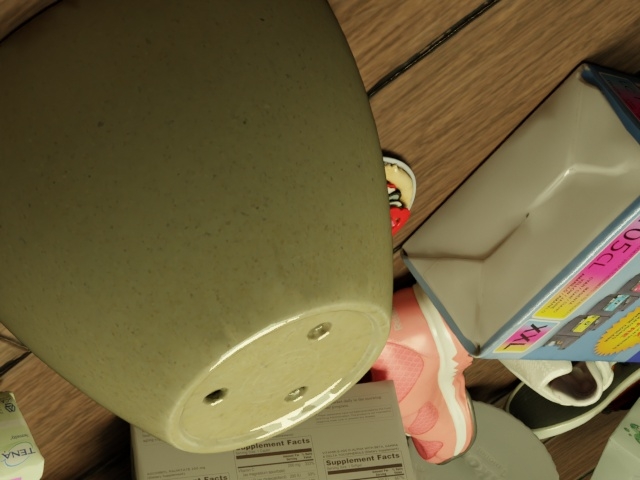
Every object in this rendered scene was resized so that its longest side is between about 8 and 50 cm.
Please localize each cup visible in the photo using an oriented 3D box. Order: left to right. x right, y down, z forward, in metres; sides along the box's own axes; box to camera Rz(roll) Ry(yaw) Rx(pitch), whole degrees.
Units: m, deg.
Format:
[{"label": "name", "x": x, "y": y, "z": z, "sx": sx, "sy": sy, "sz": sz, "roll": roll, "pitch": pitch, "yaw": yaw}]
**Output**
[{"label": "cup", "x": -0.081, "y": 0.005, "z": 1.119, "sx": 0.331, "sy": 0.237, "sz": 0.331, "roll": -24, "pitch": 153, "yaw": -13}]

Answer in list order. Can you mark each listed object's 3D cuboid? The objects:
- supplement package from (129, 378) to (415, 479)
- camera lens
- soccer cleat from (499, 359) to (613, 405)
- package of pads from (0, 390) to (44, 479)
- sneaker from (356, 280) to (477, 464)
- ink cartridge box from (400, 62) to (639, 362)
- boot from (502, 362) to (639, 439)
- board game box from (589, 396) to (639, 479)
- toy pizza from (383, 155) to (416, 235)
[{"label": "supplement package", "x": -0.053, "y": 0.257, "z": 1.598, "sx": 0.262, "sy": 0.145, "sz": 0.204, "roll": -5, "pitch": 147, "yaw": -9}, {"label": "camera lens", "x": 0.141, "y": 0.347, "z": 1.947, "sx": 0.219, "sy": 0.219, "sz": 0.274, "roll": -11, "pitch": 147, "yaw": -34}, {"label": "soccer cleat", "x": 0.280, "y": 0.135, "z": 1.815, "sx": 0.116, "sy": 0.143, "sz": 0.331, "roll": -41, "pitch": 152, "yaw": 18}, {"label": "package of pads", "x": -0.394, "y": 0.258, "z": 1.372, "sx": 0.229, "sy": 0.101, "sz": 0.296, "roll": -8, "pitch": 144, "yaw": -39}, {"label": "sneaker", "x": 0.083, "y": 0.143, "z": 1.695, "sx": 0.136, "sy": 0.116, "sz": 0.314, "roll": -17, "pitch": 145, "yaw": -6}, {"label": "ink cartridge box", "x": 0.311, "y": -0.013, "z": 1.597, "sx": 0.395, "sy": 0.151, "sz": 0.270, "roll": 4, "pitch": 137, "yaw": -51}, {"label": "boot", "x": 0.335, "y": 0.203, "z": 2.058, "sx": 0.244, "sy": 0.088, "sz": 0.176, "roll": -28, "pitch": 155, "yaw": -14}, {"label": "board game box", "x": 0.466, "y": 0.226, "z": 2.092, "sx": 0.303, "sy": 0.097, "sz": 0.224, "roll": -48, "pitch": 162, "yaw": -28}, {"label": "toy pizza", "x": 0.000, "y": 0.000, "z": 1.418, "sx": 0.201, "sy": 0.032, "sz": 0.201, "roll": -25, "pitch": 153, "yaw": -14}]
